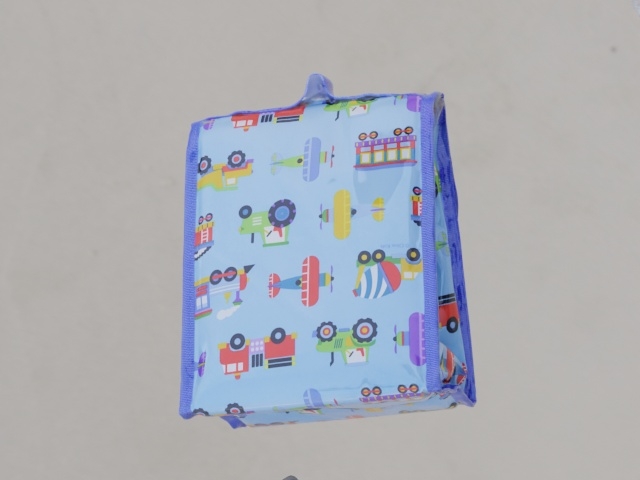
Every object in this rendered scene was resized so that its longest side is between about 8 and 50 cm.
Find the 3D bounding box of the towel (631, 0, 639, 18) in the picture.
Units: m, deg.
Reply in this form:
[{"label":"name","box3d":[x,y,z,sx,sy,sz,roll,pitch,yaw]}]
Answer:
[{"label":"towel","box3d":[0.322,-0.114,1.119,0.187,0.282,0.049,-3,59,33]}]

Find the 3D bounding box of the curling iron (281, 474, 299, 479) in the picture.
[{"label":"curling iron","box3d":[-0.122,0.216,1.038,0.274,0.068,0.035,-25,57,-24]}]

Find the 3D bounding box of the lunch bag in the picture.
[{"label":"lunch bag","box3d":[0.000,0.000,1.451,0.221,0.138,0.293,-7,78,17]}]
